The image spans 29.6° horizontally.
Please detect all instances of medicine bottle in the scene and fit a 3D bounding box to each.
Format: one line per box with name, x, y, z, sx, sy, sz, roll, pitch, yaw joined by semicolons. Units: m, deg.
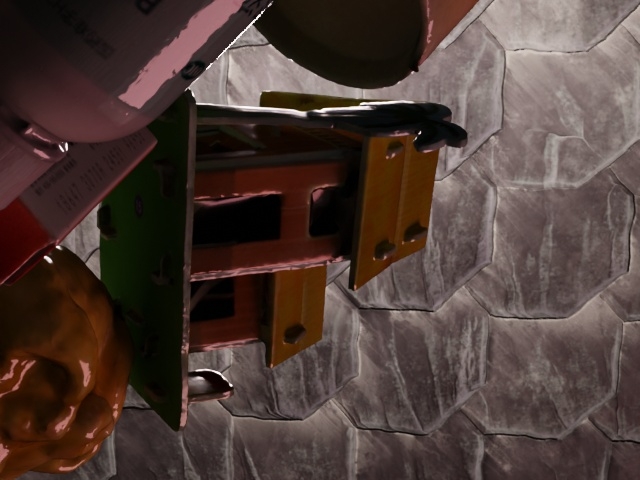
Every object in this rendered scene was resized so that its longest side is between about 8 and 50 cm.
medicine bottle;0.108;-0.351;1.121;0.406;0.236;0.236;-49;-170;-29
medicine bottle;-0.103;-0.115;0.592;0.352;0.110;0.110;-44;-171;10

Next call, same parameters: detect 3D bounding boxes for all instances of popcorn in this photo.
popcorn;-0.310;0.112;1.005;0.316;0.298;0.280;84;5;-79

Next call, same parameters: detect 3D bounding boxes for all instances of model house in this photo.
model house;0.000;0.000;1.084;0.324;0.300;0.340;-7;-160;-29

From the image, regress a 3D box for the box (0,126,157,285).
box;-0.187;-0.065;0.778;0.050;0.123;0.229;-37;-168;19
